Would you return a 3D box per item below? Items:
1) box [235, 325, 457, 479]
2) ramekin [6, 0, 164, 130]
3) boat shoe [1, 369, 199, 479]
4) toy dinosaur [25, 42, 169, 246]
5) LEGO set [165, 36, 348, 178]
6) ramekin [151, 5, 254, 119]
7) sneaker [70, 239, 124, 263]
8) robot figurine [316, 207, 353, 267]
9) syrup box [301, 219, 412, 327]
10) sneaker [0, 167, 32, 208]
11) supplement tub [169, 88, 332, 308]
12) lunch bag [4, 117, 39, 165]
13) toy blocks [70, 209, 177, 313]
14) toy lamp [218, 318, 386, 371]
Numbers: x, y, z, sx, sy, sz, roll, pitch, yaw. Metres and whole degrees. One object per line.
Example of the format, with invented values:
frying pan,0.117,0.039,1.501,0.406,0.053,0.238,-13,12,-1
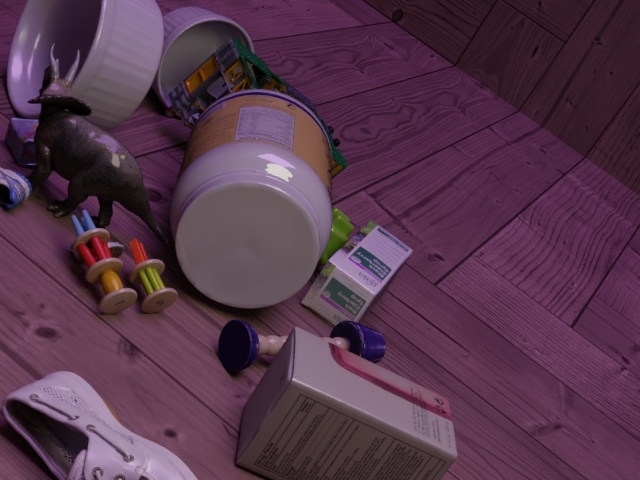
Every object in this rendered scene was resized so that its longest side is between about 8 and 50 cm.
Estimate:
box,0.032,0.237,1.363,0.232,0.149,0.127,27,25,-12
ramekin,-0.375,-0.307,1.761,0.135,0.277,0.277,20,26,-42
boat shoe,-0.225,0.242,1.125,0.277,0.098,0.096,33,23,25
toy dinosaur,-0.330,-0.107,1.547,0.313,0.160,0.121,48,35,5
LEGO set,-0.126,-0.188,1.966,0.331,0.192,0.255,26,30,-54
ramekin,-0.238,-0.342,2.064,0.207,0.207,0.109,8,25,-42
sneaker,-0.311,0.008,1.525,0.037,0.032,0.083,46,27,27
robot figurine,0.000,0.000,1.809,0.067,0.115,0.101,38,17,-32
syrup box,0.064,0.058,1.795,0.093,0.096,0.237,36,24,6
sneaker,-0.466,-0.087,1.501,0.135,0.052,0.058,26,32,-8
supplement tub,-0.101,-0.068,1.663,0.241,0.241,0.331,26,26,-13
lunch bag,-0.425,-0.146,1.655,0.083,0.053,0.071,-3,39,-37
toy blocks,-0.271,0.025,1.480,0.123,0.054,0.148,3,50,-48
toy lamp,-0.016,0.149,1.554,0.274,0.080,0.080,7,35,-45
